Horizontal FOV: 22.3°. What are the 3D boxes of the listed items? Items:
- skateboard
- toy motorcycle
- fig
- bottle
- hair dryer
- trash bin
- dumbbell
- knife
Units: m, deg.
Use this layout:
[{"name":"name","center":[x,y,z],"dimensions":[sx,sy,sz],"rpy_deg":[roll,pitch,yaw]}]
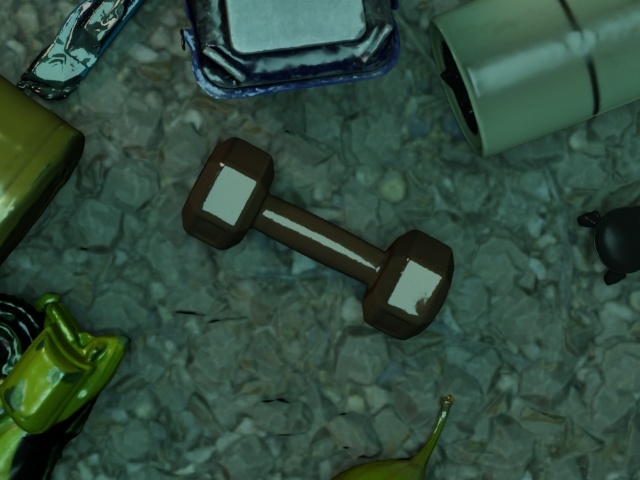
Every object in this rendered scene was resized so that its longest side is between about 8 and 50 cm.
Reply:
[{"name":"skateboard","center":[0.301,-0.020,1.382],"dimensions":[0.151,0.080,0.067],"rpy_deg":[-25,89,-5]},{"name":"toy motorcycle","center":[-0.260,0.217,1.325],"dimensions":[0.206,0.142,0.342],"rpy_deg":[23,93,-7]},{"name":"fig","center":[0.069,0.210,1.375],"dimensions":[0.166,0.093,0.093],"rpy_deg":[-38,96,-2]},{"name":"bottle","center":[-0.370,-0.121,1.280],"dimensions":[0.351,0.171,0.171],"rpy_deg":[39,90,-5]},{"name":"hair dryer","center":[0.159,-0.269,1.346],"dimensions":[0.203,0.128,0.362],"rpy_deg":[-21,87,-2]},{"name":"trash bin","center":[-0.035,-0.205,1.267],"dimensions":[0.162,0.234,0.184],"rpy_deg":[-7,94,-5]},{"name":"dumbbell","center":[0.000,0.000,1.359],"dimensions":[0.231,0.092,0.082],"rpy_deg":[27,64,-5]},{"name":"knife","center":[-0.150,-0.231,1.362],"dimensions":[0.044,0.026,0.296],"rpy_deg":[39,91,6]}]
